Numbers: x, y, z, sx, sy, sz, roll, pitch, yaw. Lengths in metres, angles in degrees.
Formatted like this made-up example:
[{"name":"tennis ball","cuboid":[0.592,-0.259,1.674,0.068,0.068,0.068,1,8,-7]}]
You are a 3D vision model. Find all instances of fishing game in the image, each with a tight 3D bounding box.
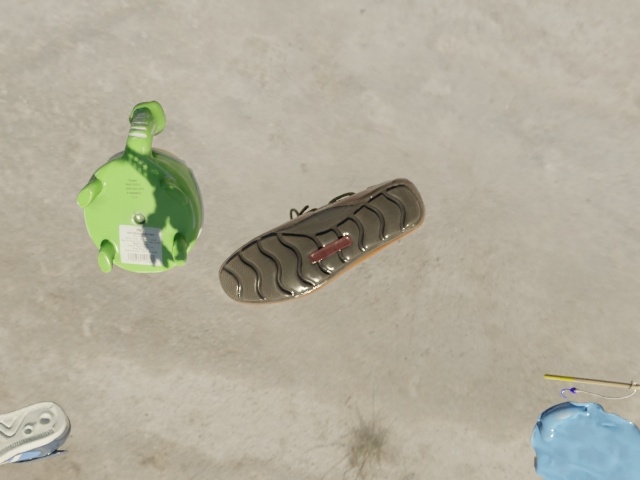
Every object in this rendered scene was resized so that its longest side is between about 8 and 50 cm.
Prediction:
[{"name":"fishing game","cuboid":[0.399,0.321,1.002,0.189,0.041,0.264,-7,96,42]}]

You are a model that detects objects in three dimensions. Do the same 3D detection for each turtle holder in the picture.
[{"name":"turtle holder","cuboid":[-0.374,-0.101,1.430,0.243,0.227,0.320,-23,111,12]}]

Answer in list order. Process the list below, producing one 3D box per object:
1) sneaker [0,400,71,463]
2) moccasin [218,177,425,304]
[{"name":"sneaker","cuboid":[-0.732,0.465,1.545,0.322,0.236,0.130,-11,67,-27]},{"name":"moccasin","cuboid":[-0.002,-0.003,1.208,0.380,0.147,0.139,-32,96,1]}]
